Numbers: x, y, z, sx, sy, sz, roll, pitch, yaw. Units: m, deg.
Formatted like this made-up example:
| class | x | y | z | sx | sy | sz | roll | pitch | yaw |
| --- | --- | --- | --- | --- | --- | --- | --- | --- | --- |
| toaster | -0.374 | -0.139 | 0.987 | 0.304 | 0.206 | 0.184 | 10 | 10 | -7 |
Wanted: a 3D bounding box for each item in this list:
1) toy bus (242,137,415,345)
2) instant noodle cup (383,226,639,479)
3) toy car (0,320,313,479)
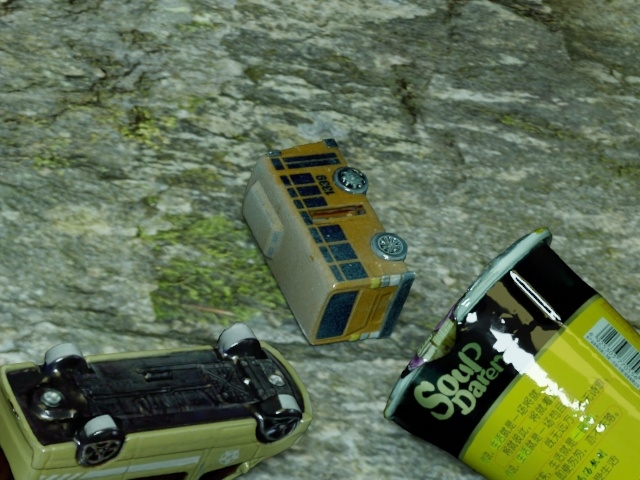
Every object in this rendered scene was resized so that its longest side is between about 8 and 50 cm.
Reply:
| class | x | y | z | sx | sy | sz | roll | pitch | yaw |
| --- | --- | --- | --- | --- | --- | --- | --- | --- | --- |
| toy bus | 0.000 | 0.000 | 1.768 | 0.103 | 0.091 | 0.182 | -7 | 49 | -26 |
| instant noodle cup | 0.202 | 0.137 | 1.620 | 0.236 | 0.215 | 0.215 | 40 | 46 | 13 |
| toy car | -0.136 | 0.147 | 1.541 | 0.257 | 0.124 | 0.101 | -3 | 45 | -35 |
